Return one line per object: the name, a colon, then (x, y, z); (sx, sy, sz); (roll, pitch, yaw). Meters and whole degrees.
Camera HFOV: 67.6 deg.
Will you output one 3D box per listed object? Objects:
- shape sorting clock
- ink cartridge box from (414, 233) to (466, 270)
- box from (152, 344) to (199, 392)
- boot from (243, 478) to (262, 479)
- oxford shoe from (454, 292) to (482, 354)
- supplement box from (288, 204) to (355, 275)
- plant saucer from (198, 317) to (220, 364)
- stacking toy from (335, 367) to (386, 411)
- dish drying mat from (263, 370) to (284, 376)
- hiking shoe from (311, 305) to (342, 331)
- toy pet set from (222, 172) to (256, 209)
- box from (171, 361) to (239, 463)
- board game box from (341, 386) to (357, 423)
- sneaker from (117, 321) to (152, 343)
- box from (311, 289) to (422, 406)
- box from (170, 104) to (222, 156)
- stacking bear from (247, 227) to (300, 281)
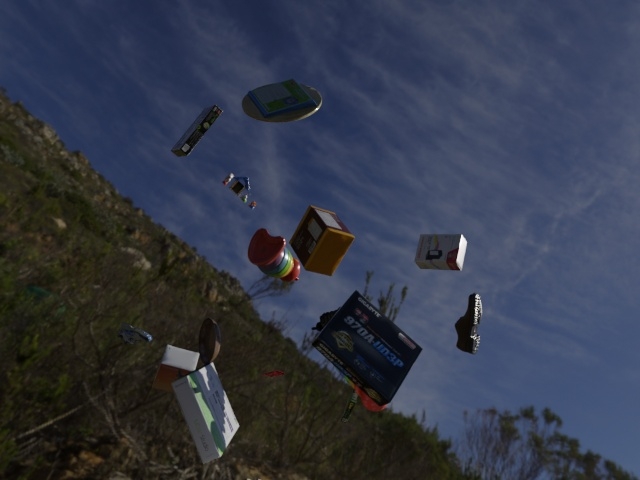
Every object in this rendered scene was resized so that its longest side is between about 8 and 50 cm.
shape sorting clock: (-0.099, -0.356, 1.230); (0.206, 0.206, 0.040); (8, -44, 15)
ink cartridge box: (0.472, 0.046, 1.885); (0.175, 0.127, 0.072); (0, -29, 35)
box: (-0.560, 0.502, 1.845); (0.130, 0.091, 0.170); (19, -53, -13)
boot: (-0.187, 0.902, 1.672); (0.176, 0.088, 0.244); (28, -36, -16)
oxford shoe: (0.549, 0.306, 1.798); (0.096, 0.227, 0.083); (8, -3, 41)
supplement box: (0.000, 0.000, 1.875); (0.129, 0.194, 0.191); (15, -65, -34)
plant saucer: (-0.404, 0.367, 1.748); (0.029, 0.168, 0.168); (8, -28, -33)
stacking toy: (0.133, 0.451, 1.630); (0.141, 0.330, 0.141); (-7, -67, -17)
dish drying mat: (-0.137, 0.391, 1.399); (0.032, 0.008, 0.083); (21, -28, -23)
hiking shoe: (0.058, 0.328, 1.969); (0.114, 0.086, 0.227); (4, -37, -37)
toy pet set: (-0.236, -0.163, 1.462); (0.122, 0.065, 0.114); (43, -2, -16)
box: (-0.334, 0.495, 1.420); (0.059, 0.232, 0.322); (-24, -7, -5)
board game box: (0.148, 0.660, 2.101); (0.030, 0.259, 0.136); (23, -60, 4)
sneaker: (-0.605, 0.314, 1.553); (0.135, 0.058, 0.052); (12, -23, 28)
box: (0.114, 0.254, 1.141); (0.220, 0.175, 0.051); (42, -37, 4)
box: (-0.439, -0.388, 1.693); (0.036, 0.207, 0.114); (42, -15, -29)
stacking bear: (-0.188, 0.096, 2.158); (0.175, 0.164, 0.289); (25, -13, 35)
